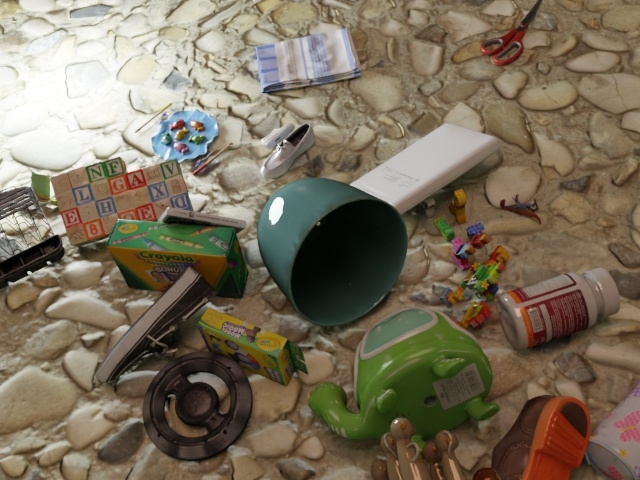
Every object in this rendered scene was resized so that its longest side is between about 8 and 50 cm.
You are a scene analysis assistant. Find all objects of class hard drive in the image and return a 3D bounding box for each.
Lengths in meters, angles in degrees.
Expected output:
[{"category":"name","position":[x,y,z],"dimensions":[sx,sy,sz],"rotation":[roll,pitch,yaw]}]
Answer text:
[{"category":"hard drive","position":[0.243,-0.173,1.927],"dimensions":[0.307,0.040,0.203],"rotation":[-33,31,-17]}]

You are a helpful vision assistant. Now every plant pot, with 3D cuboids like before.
[{"category":"plant pot","position":[0.000,0.000,1.736],"dimensions":[0.293,0.293,0.235],"rotation":[-33,40,-17]}]

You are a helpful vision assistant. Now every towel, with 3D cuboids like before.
[{"category":"towel","position":[-0.037,-0.507,2.273],"dimensions":[0.285,0.034,0.209],"rotation":[-10,51,1]}]

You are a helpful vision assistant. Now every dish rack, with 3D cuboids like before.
[{"category":"dish rack","position":[-0.754,-0.022,1.969],"dimensions":[0.208,0.074,0.271],"rotation":[-27,63,-13]}]

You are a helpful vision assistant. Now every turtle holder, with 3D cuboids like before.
[{"category":"turtle holder","position":[0.162,0.271,1.555],"dimensions":[0.320,0.243,0.227],"rotation":[-50,34,19]}]

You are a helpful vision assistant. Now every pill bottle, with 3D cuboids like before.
[{"category":"pill bottle","position":[0.483,0.135,1.652],"dimensions":[0.221,0.121,0.121],"rotation":[-17,52,-5]}]

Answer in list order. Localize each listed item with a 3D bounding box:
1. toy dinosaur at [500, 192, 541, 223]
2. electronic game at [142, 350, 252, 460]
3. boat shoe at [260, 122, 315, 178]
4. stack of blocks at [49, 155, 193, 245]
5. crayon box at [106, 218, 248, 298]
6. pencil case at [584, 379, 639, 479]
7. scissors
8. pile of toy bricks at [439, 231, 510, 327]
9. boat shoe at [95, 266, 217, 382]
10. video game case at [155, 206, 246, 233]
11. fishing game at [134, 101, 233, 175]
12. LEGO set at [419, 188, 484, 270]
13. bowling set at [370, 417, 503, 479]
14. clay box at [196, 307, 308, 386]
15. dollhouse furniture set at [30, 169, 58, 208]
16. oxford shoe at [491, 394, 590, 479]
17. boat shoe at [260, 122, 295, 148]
[{"category":"toy dinosaur","position":[0.457,-0.076,1.870],"dimensions":[0.082,0.047,0.090],"rotation":[-15,61,20]},{"category":"electronic game","position":[-0.250,0.333,1.652],"dimensions":[0.229,0.048,0.229],"rotation":[-4,58,7]},{"category":"boat shoe","position":[-0.083,-0.229,2.047],"dimensions":[0.184,0.063,0.066],"rotation":[-39,57,-20]},{"category":"stack of blocks","position":[-0.472,-0.109,1.947],"dimensions":[0.297,0.087,0.171],"rotation":[-17,89,-5]},{"category":"crayon box","position":[-0.313,0.041,1.811],"dimensions":[0.278,0.165,0.081],"rotation":[4,54,12]},{"category":"pencil case","position":[0.603,0.323,1.498],"dimensions":[0.273,0.113,0.124],"rotation":[-41,44,-22]},{"category":"scissors","position":[0.562,-0.579,2.253],"dimensions":[0.297,0.021,0.109],"rotation":[-39,55,-22]},{"category":"pile of toy bricks","position":[0.344,0.073,1.704],"dimensions":[0.212,0.118,0.105],"rotation":[-53,18,-27]},{"category":"boat shoe","position":[-0.346,0.199,1.732],"dimensions":[0.105,0.113,0.306],"rotation":[43,80,-8]},{"category":"video game case","position":[-0.272,-0.036,1.823],"dimensions":[0.173,0.190,0.022],"rotation":[10,79,-18]},{"category":"fishing game","position":[-0.359,-0.284,2.146],"dimensions":[0.189,0.041,0.264],"rotation":[-40,58,-18]},{"category":"LEGO set","position":[0.306,-0.055,1.840],"dimensions":[0.087,0.093,0.227],"rotation":[-22,53,-9]},{"category":"bowling set","position":[0.201,0.394,1.416],"dimensions":[0.199,0.287,0.154],"rotation":[-9,66,-16]},{"category":"clay box","position":[-0.137,0.225,1.670],"dimensions":[0.222,0.127,0.053],"rotation":[19,59,22]},{"category":"dollhouse furniture set","position":[-0.684,-0.123,2.036],"dimensions":[0.151,0.076,0.058],"rotation":[14,20,20]},{"category":"oxford shoe","position":[0.361,0.447,1.455],"dimensions":[0.130,0.132,0.364],"rotation":[38,71,-18]},{"category":"boat shoe","position":[-0.112,-0.277,2.108],"dimensions":[0.100,0.035,0.035],"rotation":[-40,60,-13]}]
